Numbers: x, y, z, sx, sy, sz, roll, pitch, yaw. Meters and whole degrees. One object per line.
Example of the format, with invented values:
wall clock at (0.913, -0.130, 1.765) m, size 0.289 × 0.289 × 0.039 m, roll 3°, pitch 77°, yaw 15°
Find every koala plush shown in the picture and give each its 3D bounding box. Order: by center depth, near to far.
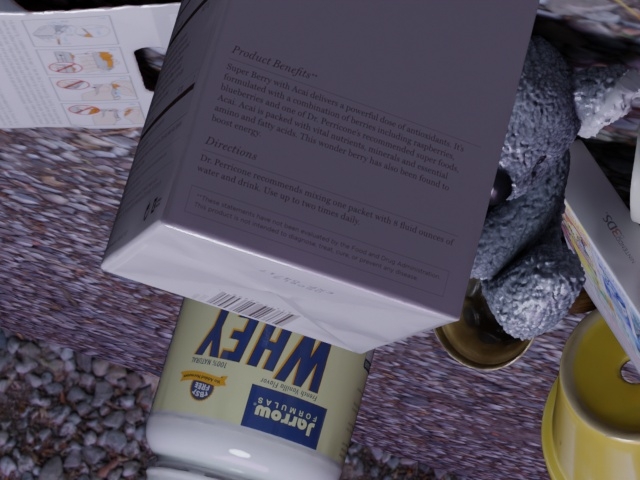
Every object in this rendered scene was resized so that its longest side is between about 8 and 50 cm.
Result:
koala plush at (0.128, -0.078, 1.476) m, size 0.196 × 0.203 × 0.221 m, roll 16°, pitch 146°, yaw -1°

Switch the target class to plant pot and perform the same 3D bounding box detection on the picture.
plant pot at (0.346, 0.177, 2.067) m, size 0.254 × 0.254 × 0.239 m, roll 10°, pitch 156°, yaw 22°

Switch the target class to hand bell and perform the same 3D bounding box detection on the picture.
hand bell at (0.226, 0.060, 1.991) m, size 0.126 × 0.126 × 0.242 m, roll 6°, pitch -176°, yaw 36°

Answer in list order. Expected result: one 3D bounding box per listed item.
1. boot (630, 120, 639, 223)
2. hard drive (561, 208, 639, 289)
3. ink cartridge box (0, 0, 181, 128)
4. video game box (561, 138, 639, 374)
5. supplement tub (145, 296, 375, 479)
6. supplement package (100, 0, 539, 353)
boot at (0.337, -0.036, 1.527) m, size 0.176 × 0.088 × 0.244 m, roll 10°, pitch 174°, yaw 23°
hard drive at (0.331, 0.022, 1.832) m, size 0.255 × 0.054 × 0.172 m, roll 2°, pitch 161°, yaw 47°
ink cartridge box at (-0.291, -0.183, 1.729) m, size 0.385 × 0.091 × 0.308 m, roll -2°, pitch 166°, yaw 1°
video game box at (0.260, 0.043, 1.648) m, size 0.048 × 0.205 × 0.187 m, roll -29°, pitch 141°, yaw 1°
supplement tub at (-0.067, 0.166, 2.301) m, size 0.235 × 0.324 × 0.235 m, roll 15°, pitch 167°, yaw 3°
supplement package at (0.009, -0.104, 1.152) m, size 0.178 × 0.293 × 0.175 m, roll 19°, pitch 166°, yaw -13°
